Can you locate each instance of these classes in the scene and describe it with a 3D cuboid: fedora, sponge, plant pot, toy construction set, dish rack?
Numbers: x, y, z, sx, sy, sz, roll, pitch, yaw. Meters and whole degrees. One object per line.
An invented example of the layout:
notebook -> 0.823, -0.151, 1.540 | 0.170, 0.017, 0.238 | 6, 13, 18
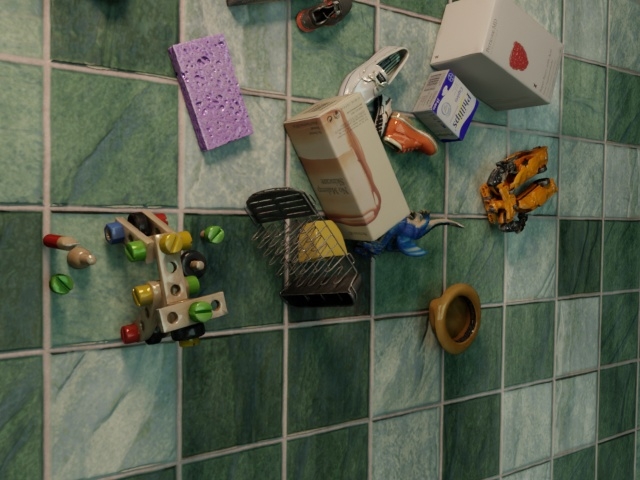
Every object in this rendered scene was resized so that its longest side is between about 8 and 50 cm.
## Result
fedora -> 0.336, 0.198, 1.714 | 0.194, 0.079, 0.194 | -7, 100, -41
sponge -> -0.214, -0.293, 1.316 | 0.117, 0.031, 0.210 | -26, 107, -33
plant pot -> 0.000, 0.000, 1.460 | 0.081, 0.081, 0.083 | -4, 83, -36
toy construction set -> -0.299, 0.060, 1.142 | 0.309, 0.237, 0.257 | 20, 80, -35
dish rack -> -0.047, 0.015, 1.353 | 0.074, 0.208, 0.271 | -51, 119, -37

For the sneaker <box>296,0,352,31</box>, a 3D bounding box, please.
sneaker -> 0.023, -0.502, 1.460 | 0.158, 0.065, 0.061 | -38, 113, -29

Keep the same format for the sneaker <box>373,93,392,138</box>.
sneaker -> 0.152, -0.295, 1.580 | 0.044, 0.040, 0.109 | 7, 88, -38

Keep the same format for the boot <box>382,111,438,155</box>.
boot -> 0.218, -0.238, 1.625 | 0.158, 0.059, 0.084 | 30, 78, -25

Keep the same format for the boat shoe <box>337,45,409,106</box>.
boat shoe -> 0.122, -0.378, 1.532 | 0.083, 0.076, 0.226 | 46, 66, -28

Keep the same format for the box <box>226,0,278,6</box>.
box -> -0.104, -0.591, 1.369 | 0.231, 0.056, 0.183 | -21, 105, -34

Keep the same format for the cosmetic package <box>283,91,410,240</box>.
cosmetic package -> 0.059, -0.157, 1.451 | 0.129, 0.153, 0.296 | -37, 111, -28

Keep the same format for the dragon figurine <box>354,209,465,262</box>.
dragon figurine -> 0.210, -0.006, 1.605 | 0.289, 0.085, 0.144 | 9, 89, -32

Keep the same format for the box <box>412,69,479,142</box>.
box -> 0.320, -0.339, 1.682 | 0.137, 0.072, 0.126 | 36, 72, -33

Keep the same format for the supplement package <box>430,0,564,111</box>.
supplement package -> 0.459, -0.480, 1.714 | 0.293, 0.175, 0.177 | 21, 80, -35

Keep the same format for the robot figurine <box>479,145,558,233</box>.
robot figurine -> 0.552, -0.145, 1.854 | 0.291, 0.085, 0.211 | -30, 109, -32
